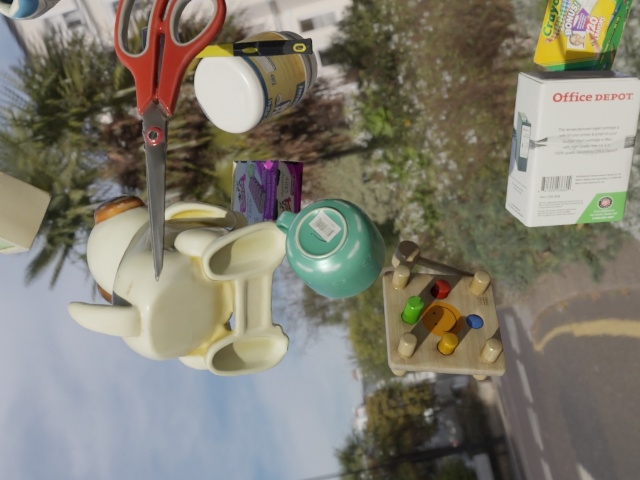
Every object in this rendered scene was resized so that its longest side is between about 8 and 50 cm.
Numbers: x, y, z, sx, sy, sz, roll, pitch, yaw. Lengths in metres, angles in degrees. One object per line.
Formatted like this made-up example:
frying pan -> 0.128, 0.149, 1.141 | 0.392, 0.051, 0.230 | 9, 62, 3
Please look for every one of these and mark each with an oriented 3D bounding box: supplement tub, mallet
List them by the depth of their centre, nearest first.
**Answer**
mallet -> -0.105, -0.220, 0.880 | 0.039, 0.189, 0.062 | -97, -3, -66
supplement tub -> -0.109, -0.287, 1.405 | 0.199, 0.144, 0.144 | -38, -60, -45

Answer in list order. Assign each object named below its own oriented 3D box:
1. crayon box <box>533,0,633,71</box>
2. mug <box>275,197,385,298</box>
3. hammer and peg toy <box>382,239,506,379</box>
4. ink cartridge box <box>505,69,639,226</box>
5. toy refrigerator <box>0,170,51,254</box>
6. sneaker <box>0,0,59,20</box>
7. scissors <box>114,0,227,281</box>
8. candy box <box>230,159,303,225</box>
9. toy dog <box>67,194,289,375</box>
crayon box -> 0.605, -0.513, 1.807 | 0.165, 0.081, 0.278 | 37, 136, 36
mug -> 0.004, 0.008, 1.111 | 0.097, 0.157, 0.129 | 48, -140, -61
hammer and peg toy -> 0.274, 0.137, 1.780 | 0.127, 0.265, 0.361 | 100, 173, -49
ink cartridge box -> 0.497, -0.186, 1.568 | 0.121, 0.211, 0.289 | -115, 24, -66
toy refrigerator -> -0.503, -0.069, 1.024 | 0.269, 0.102, 0.094 | 28, -111, -35
sneaker -> -0.364, -0.299, 0.769 | 0.237, 0.085, 0.086 | 32, -154, -5
scissors -> -0.163, -0.115, 0.748 | 0.021, 0.109, 0.297 | 35, -114, -78
candy box -> -0.130, -0.108, 1.852 | 0.233, 0.071, 0.159 | 7, 95, 59
toy dog -> -0.289, 0.072, 1.469 | 0.408, 0.395, 0.285 | 31, 134, 51
